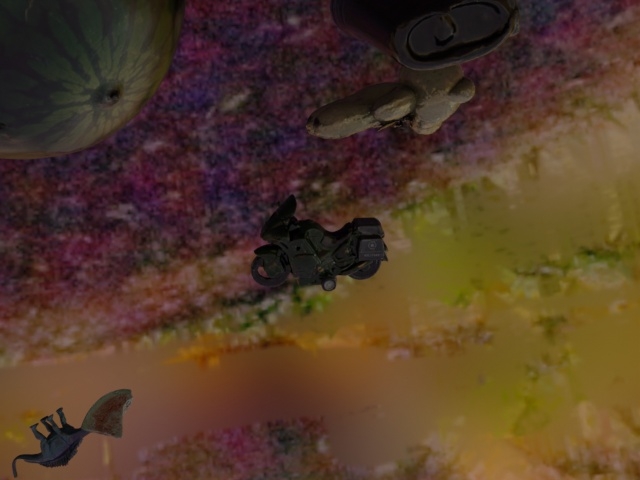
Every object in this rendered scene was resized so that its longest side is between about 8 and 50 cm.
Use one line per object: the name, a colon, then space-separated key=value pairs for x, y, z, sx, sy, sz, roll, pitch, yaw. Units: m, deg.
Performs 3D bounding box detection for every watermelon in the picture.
watermelon: x=-0.295 y=-0.249 z=0.785 sx=0.363 sy=0.364 sz=0.363 roll=-8 pitch=168 yaw=-2
watermelon: x=-0.286 y=0.247 z=1.174 sx=0.085 sy=0.061 sz=0.085 roll=-36 pitch=154 yaw=-21

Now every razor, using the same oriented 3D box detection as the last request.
razor: x=0.142 y=-0.348 z=1.263 sx=0.204 sy=0.114 sz=0.349 roll=-18 pitch=-154 yaw=-9

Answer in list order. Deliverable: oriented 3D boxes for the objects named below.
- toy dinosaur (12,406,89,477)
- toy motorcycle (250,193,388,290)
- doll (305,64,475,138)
toy dinosaur: x=-0.405 y=0.306 z=1.296 sx=0.197 sy=0.080 sz=0.045 roll=-30 pitch=-175 yaw=15
toy motorcycle: x=0.000 y=0.000 z=1.648 sx=0.274 sy=0.187 sz=0.125 roll=-3 pitch=-158 yaw=-10
doll: x=0.114 y=-0.220 z=1.425 sx=0.278 sy=0.175 sz=0.149 roll=-19 pitch=135 yaw=-5
